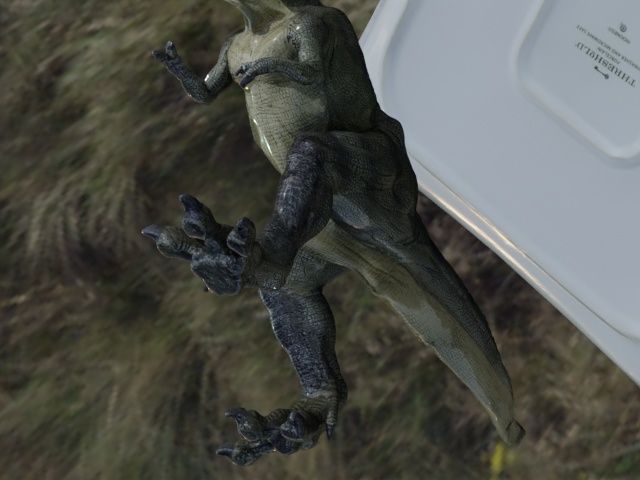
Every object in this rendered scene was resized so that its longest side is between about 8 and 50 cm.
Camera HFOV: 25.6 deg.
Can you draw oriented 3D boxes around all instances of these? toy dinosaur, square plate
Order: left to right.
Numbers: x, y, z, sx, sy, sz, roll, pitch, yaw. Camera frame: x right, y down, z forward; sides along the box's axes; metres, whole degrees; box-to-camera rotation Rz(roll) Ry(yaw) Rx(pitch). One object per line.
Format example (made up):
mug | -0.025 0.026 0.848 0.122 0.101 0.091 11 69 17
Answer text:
toy dinosaur | 0.000 0.000 0.449 0.064 0.118 0.268 -10 120 38
square plate | 0.169 -0.110 0.783 0.347 0.049 0.344 43 127 26
